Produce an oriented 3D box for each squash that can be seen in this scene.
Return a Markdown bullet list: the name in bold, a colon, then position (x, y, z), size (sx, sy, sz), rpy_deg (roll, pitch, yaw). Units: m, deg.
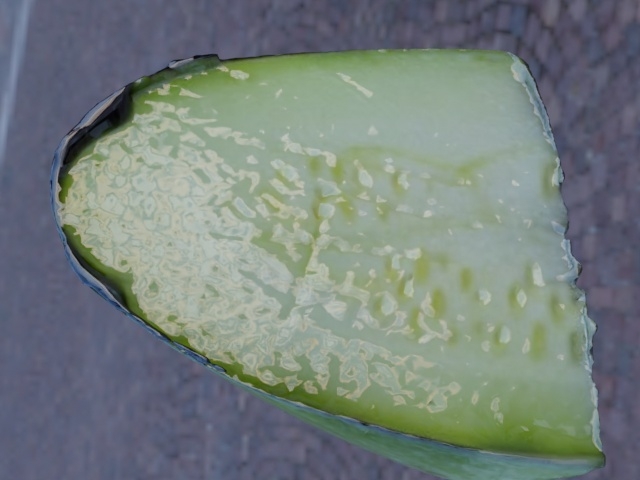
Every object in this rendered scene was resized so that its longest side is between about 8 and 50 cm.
- **squash**: position (0.000, 0.000, 0.787), size (0.204, 0.155, 0.237), rpy_deg (-22, 51, 23)
